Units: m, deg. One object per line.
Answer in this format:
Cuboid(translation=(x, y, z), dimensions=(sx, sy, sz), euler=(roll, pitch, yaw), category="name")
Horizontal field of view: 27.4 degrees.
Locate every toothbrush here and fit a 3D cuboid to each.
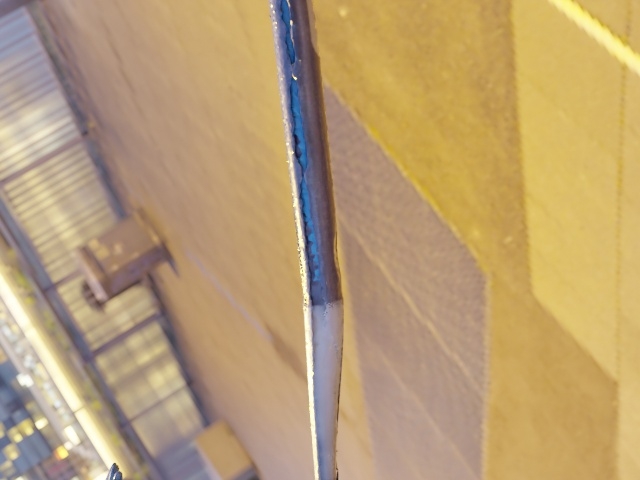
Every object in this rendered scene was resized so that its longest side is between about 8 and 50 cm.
Cuboid(translation=(0.000, 0.000, 0.454), dimensions=(0.024, 0.026, 0.288), euler=(-91, -6, -79), category="toothbrush")

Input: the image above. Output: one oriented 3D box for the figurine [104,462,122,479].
Cuboid(translation=(-0.135, 0.218, 0.764), dimensions=(0.114, 0.178, 0.144), euler=(-116, 27, -63), category="figurine")
